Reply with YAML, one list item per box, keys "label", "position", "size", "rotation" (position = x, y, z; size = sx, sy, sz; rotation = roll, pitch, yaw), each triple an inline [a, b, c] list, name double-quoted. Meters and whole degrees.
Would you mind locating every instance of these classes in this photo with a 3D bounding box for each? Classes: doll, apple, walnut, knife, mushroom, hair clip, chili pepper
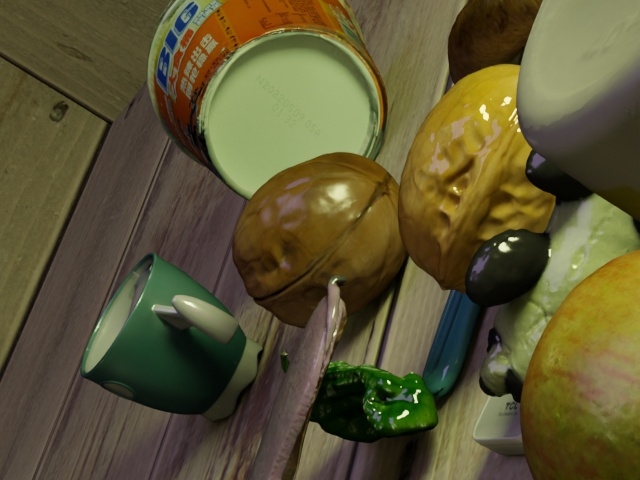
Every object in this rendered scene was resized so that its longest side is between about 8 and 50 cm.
- label: "doll"
  position: [0.201, 0.024, 1.447]
  size: [0.234, 0.143, 0.135]
  rotation: [-60, -29, 0]
- label: "apple"
  position: [0.213, 0.103, 1.128]
  size: [0.196, 0.196, 0.196]
  rotation: [-52, 16, 22]
- label: "walnut"
  position: [0.149, -0.048, 1.689]
  size: [0.159, 0.159, 0.207]
  rotation: [-104, 37, -70]
- label: "knife"
  position: [0.134, 0.046, 1.805]
  size: [0.064, 0.031, 0.222]
  rotation: [-30, 32, 54]
- label: "mushroom"
  position: [0.198, -0.187, 1.725]
  size: [0.285, 0.151, 0.156]
  rotation: [-16, 65, 47]
- label: "walnut"
  position: [0.000, 0.000, 2.068]
  size: [0.207, 0.167, 0.167]
  rotation: [-37, 24, 35]
- label: "hair clip"
  position: [-0.034, 0.203, 1.742]
  size: [0.110, 0.095, 0.359]
  rotation: [18, -96, -62]
- label: "chili pepper"
  position: [0.041, 0.141, 1.786]
  size: [0.257, 0.100, 0.074]
  rotation: [168, 113, -69]

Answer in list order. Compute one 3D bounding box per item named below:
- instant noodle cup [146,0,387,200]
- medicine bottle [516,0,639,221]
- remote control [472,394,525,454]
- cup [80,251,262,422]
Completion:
- label: "instant noodle cup"
  position: [-0.056, -0.179, 2.424]
  size: [0.296, 0.296, 0.214]
  rotation: [-56, 22, 10]
- label: "medicine bottle"
  position: [0.279, -0.046, 0.908]
  size: [0.208, 0.339, 0.208]
  rotation: [-52, 16, 22]
- label: "remote control"
  position: [0.199, 0.054, 1.574]
  size: [0.250, 0.034, 0.103]
  rotation: [-62, 15, -15]
- label: "cup"
  position: [-0.168, 0.128, 2.344]
  size: [0.299, 0.173, 0.167]
  rotation: [-28, 32, 61]
